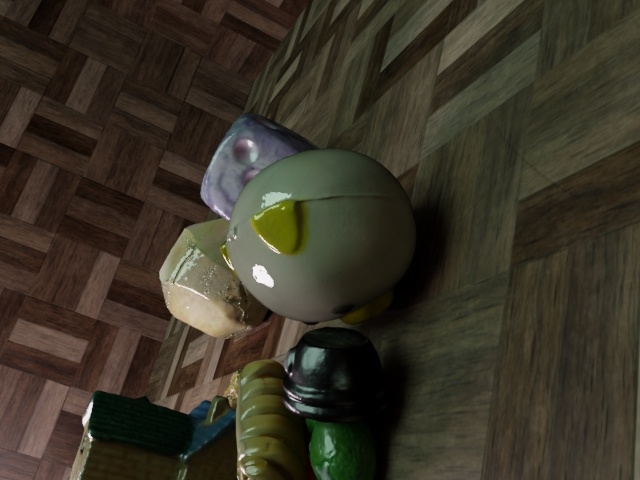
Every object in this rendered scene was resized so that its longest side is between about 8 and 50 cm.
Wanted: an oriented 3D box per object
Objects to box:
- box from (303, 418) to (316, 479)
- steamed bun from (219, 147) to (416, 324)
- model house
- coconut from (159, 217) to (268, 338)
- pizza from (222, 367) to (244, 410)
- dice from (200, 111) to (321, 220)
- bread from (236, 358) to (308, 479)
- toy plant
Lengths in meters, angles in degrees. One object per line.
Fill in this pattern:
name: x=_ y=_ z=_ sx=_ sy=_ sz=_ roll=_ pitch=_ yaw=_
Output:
box: x=-0.043 y=0.411 z=1.260 sx=0.175 sy=0.048 sz=0.112 roll=-57 pitch=20 yaw=29
steamed bun: x=-0.001 y=-0.007 z=1.205 sx=0.374 sy=0.334 sz=0.334 roll=-37 pitch=34 yaw=62
model house: x=-0.354 y=0.496 z=1.496 sx=0.334 sy=0.382 sz=0.343 roll=-16 pitch=58 yaw=65
coconut: x=-0.273 y=0.096 z=1.888 sx=0.352 sy=0.352 sz=0.352 roll=-54 pitch=22 yaw=34
pizza: x=-0.219 y=0.415 z=1.742 sx=0.292 sy=0.058 sz=0.197 roll=-29 pitch=40 yaw=62
dice: x=-0.147 y=-0.175 z=1.824 sx=0.270 sy=0.271 sz=0.270 roll=-61 pitch=1 yaw=13
bread: x=-0.088 y=0.341 z=1.171 sx=0.311 sy=0.121 sz=0.173 roll=-101 pitch=11 yaw=-57
toy plant: x=0.029 y=0.269 z=1.076 sx=0.218 sy=0.175 sz=0.235 roll=-131 pitch=38 yaw=-78
